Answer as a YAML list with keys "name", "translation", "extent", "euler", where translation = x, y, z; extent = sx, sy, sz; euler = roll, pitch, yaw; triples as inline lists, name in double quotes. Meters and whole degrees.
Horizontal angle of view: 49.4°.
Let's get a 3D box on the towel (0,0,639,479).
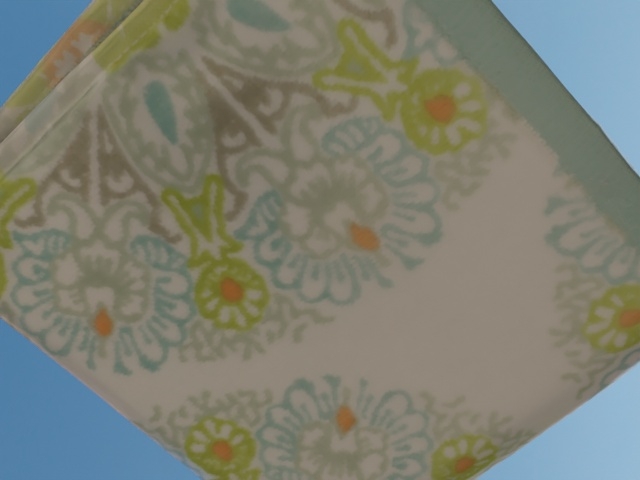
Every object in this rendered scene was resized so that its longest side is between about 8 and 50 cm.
- name: "towel"
  translation: [0.000, 0.000, 0.410]
  extent: [0.320, 0.090, 0.374]
  euler: [-41, -76, 17]
